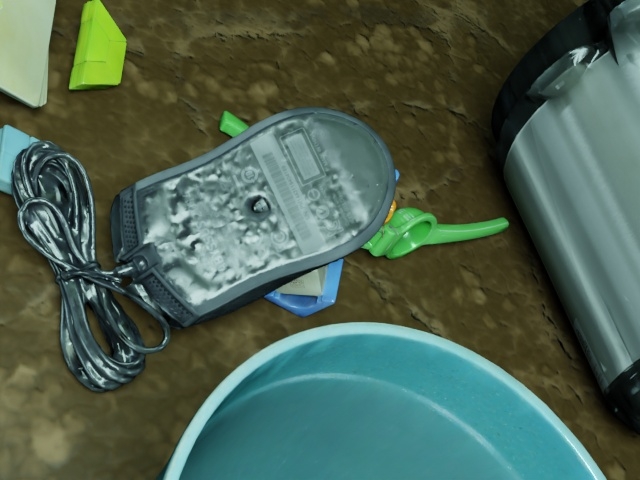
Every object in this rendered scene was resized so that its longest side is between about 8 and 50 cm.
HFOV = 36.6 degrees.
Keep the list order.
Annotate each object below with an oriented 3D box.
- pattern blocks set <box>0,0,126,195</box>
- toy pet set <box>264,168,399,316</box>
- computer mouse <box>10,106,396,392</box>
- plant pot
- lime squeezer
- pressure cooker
[{"bbox_3d":[-0.260,-0.202,0.734,0.285,0.026,0.325,40,46,-43],"label":"pattern blocks set"},{"bbox_3d":[0.000,0.000,0.807,0.122,0.065,0.114,4,55,10],"label":"toy pet set"},{"bbox_3d":[-0.076,-0.016,0.726,0.272,0.072,0.188,-20,82,-11],"label":"computer mouse"},{"bbox_3d":[-0.004,0.223,0.521,0.272,0.255,0.271,17,51,-22],"label":"plant pot"},{"bbox_3d":[0.050,-0.025,0.886,0.310,0.059,0.110,18,21,-20],"label":"lime squeezer"},{"bbox_3d":[0.361,-0.072,0.896,0.375,0.370,0.420,-7,62,-25],"label":"pressure cooker"}]
